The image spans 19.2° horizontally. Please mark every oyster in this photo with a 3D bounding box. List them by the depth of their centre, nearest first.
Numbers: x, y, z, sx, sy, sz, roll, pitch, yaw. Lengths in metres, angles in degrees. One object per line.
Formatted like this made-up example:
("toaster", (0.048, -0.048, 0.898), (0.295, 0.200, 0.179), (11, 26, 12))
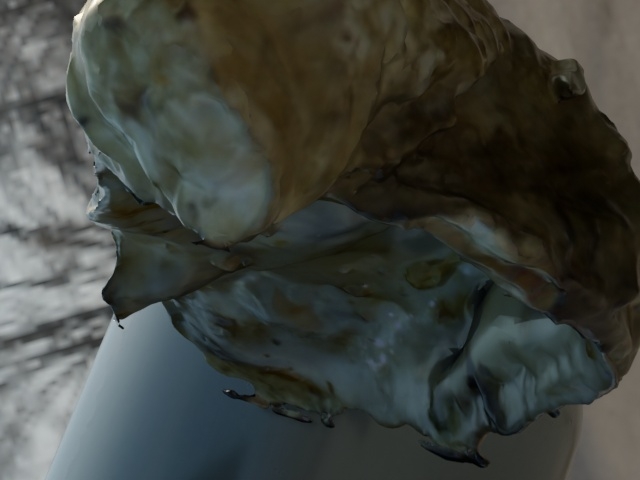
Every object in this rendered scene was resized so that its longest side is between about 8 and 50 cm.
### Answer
("oyster", (-0.004, -0.005, 0.519), (0.294, 0.166, 0.094), (145, 139, -70))

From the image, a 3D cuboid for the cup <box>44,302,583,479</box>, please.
("cup", (-0.023, 0.148, 0.764), (0.205, 0.205, 0.312), (88, -156, -85))
